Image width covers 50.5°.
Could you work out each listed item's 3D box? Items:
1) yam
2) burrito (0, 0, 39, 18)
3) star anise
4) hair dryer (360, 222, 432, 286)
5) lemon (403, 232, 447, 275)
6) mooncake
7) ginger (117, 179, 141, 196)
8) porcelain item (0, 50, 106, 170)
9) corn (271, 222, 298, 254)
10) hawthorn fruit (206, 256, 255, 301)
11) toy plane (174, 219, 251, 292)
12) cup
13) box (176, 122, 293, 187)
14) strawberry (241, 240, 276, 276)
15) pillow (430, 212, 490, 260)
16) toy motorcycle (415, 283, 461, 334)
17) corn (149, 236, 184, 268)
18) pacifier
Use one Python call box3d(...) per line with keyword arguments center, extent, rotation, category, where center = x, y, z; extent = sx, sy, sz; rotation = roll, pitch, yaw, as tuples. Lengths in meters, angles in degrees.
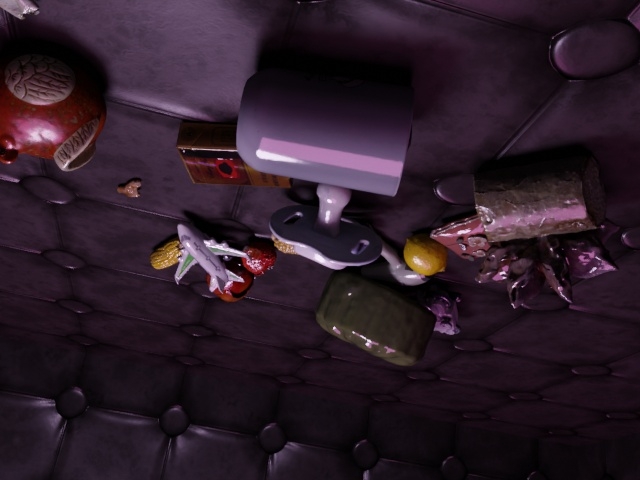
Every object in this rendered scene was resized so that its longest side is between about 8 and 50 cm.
box3d(center=(0.451, -0.085, 1.433), extent=(0.268, 0.161, 0.161), rotation=(-7, 150, 29), category="yam")
box3d(center=(-0.544, -0.424, 1.171), extent=(0.118, 0.044, 0.074), rotation=(27, 151, -29), category="burrito")
box3d(center=(0.499, 0.019, 1.503), extent=(0.331, 0.332, 0.118), rotation=(-8, 132, 29), category="star anise")
box3d(center=(0.159, 0.048, 1.916), extent=(0.267, 0.092, 0.229), rotation=(35, 151, -19), category="hair dryer")
box3d(center=(0.279, 0.037, 1.789), extent=(0.133, 0.109, 0.109), rotation=(37, 149, -3), category="lemon")
box3d(center=(0.160, 0.236, 2.025), extent=(0.356, 0.194, 0.356), rotation=(26, 173, 4), category="mooncake")
box3d(center=(-0.491, -0.130, 1.764), extent=(0.097, 0.030, 0.048), rotation=(-14, 145, 40), category="ginger")
box3d(center=(-0.559, -0.239, 1.342), extent=(0.252, 0.253, 0.253), rotation=(7, 154, 3), category="porcelain item")
box3d(center=(0.000, 0.000, 1.798), extent=(0.288, 0.087, 0.086), rotation=(3, 154, 21), category="corn")
box3d(center=(-0.263, 0.102, 2.053), extent=(0.148, 0.148, 0.172), rotation=(26, 132, -31), category="hawthorn fruit")
box3d(center=(-0.326, 0.037, 1.919), extent=(0.251, 0.101, 0.255), rotation=(-18, 123, 21), category="toy plane")
box3d(center=(0.009, -0.207, 1.268), extent=(0.312, 0.206, 0.205), rotation=(9, 154, 0), category="cup")
box3d(center=(-0.185, -0.188, 1.517), extent=(0.240, 0.071, 0.159), rotation=(4, 156, 7), category="box")
box3d(center=(-0.179, 0.044, 1.960), extent=(0.106, 0.106, 0.106), rotation=(7, 154, 3), category="strawberry")
box3d(center=(0.392, -0.001, 1.716), extent=(0.171, 0.075, 0.179), rotation=(-18, 146, 35), category="pillow")
box3d(center=(0.358, 0.227, 2.166), extent=(0.170, 0.110, 0.260), rotation=(9, 151, 26), category="toy motorcycle")
box3d(center=(-0.457, 0.041, 2.058), extent=(0.072, 0.072, 0.203), rotation=(24, 151, -29), category="corn")
box3d(center=(0.028, -0.057, 1.632), extent=(0.287, 0.238, 0.226), rotation=(27, 127, 20), category="pacifier")
